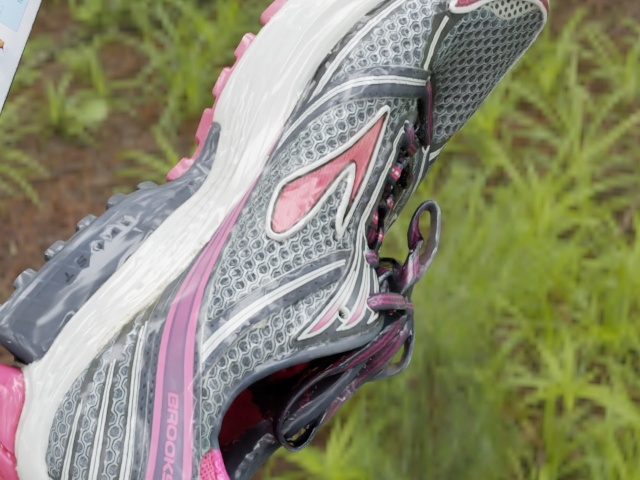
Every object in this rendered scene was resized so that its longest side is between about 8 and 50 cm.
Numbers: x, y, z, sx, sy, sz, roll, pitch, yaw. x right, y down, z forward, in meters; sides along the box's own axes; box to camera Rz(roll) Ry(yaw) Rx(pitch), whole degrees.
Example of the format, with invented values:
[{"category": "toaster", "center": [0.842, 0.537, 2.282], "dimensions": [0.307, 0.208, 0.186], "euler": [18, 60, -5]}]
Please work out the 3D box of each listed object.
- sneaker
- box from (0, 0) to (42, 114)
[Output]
[{"category": "sneaker", "center": [0.000, 0.000, 0.739], "dimensions": [0.112, 0.121, 0.299], "euler": [29, 67, 25]}, {"category": "box", "center": [-0.162, -0.091, 0.563], "dimensions": [0.159, 0.044, 0.233], "euler": [30, 44, -20]}]
